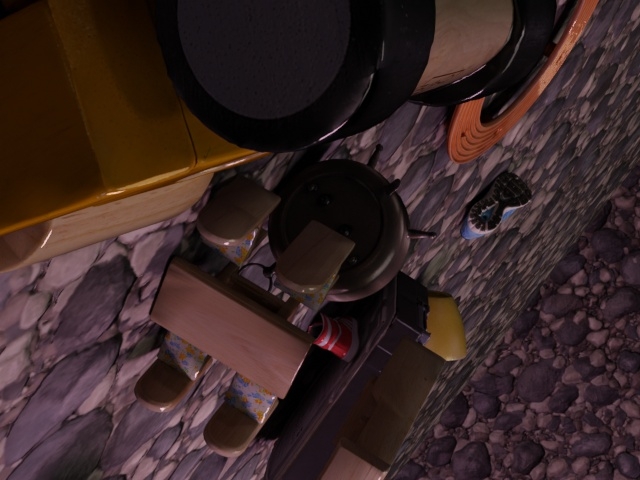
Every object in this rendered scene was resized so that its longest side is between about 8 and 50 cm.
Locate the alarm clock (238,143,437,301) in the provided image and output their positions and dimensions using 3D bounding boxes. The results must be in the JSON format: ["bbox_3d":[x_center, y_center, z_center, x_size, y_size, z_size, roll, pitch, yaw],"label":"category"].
[{"bbox_3d":[0.000,0.000,0.985,0.192,0.129,0.064,-33,163,8],"label":"alarm clock"}]

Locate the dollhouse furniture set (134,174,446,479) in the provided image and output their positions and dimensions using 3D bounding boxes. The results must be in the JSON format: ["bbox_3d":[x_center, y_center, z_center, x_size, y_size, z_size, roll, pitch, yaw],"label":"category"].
[{"bbox_3d":[-0.042,0.112,0.878,0.161,0.242,0.212,-50,168,-54],"label":"dollhouse furniture set"}]

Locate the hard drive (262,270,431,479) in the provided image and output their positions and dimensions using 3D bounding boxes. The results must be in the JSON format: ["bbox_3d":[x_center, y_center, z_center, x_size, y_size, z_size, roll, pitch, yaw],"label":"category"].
[{"bbox_3d":[0.032,0.214,1.453,0.339,0.064,0.237,-55,-176,15],"label":"hard drive"}]

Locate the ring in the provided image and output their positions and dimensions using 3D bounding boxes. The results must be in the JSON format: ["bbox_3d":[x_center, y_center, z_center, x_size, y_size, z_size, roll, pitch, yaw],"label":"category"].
[{"bbox_3d":[0.256,-0.241,1.305,0.336,0.032,0.336,-45,161,-20],"label":"ring"}]

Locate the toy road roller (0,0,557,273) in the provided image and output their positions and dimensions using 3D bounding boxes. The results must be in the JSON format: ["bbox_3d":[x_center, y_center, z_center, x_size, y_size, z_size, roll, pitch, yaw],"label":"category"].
[{"bbox_3d":[-0.070,-0.140,0.486,0.330,0.240,0.202,-19,-177,32],"label":"toy road roller"}]

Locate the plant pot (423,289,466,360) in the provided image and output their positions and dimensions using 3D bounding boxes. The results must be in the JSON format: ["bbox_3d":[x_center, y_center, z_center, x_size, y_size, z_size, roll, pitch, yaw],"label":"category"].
[{"bbox_3d":[0.175,0.132,1.703,0.134,0.134,0.095,-9,106,-65],"label":"plant pot"}]

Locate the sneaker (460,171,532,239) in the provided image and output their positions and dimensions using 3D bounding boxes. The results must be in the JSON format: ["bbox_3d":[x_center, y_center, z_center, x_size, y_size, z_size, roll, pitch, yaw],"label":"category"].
[{"bbox_3d":[0.279,-0.054,1.712,0.162,0.063,0.073,-35,173,-34],"label":"sneaker"}]

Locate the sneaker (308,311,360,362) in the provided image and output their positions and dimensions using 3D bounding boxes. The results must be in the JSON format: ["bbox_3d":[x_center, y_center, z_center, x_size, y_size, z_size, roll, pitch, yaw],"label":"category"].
[{"bbox_3d":[0.014,0.117,1.393,0.042,0.067,0.118,-58,-168,11],"label":"sneaker"}]
